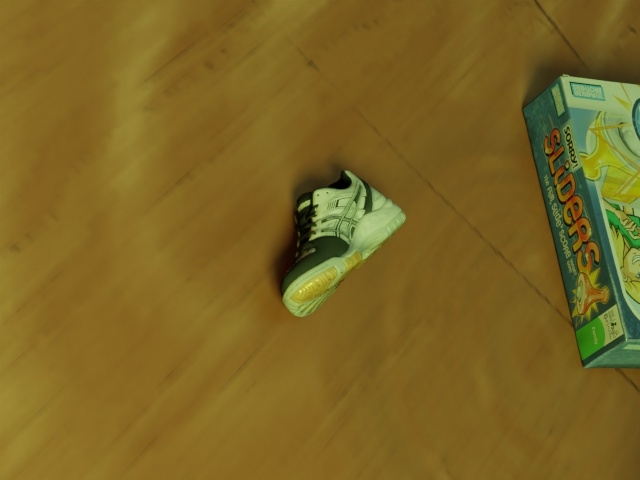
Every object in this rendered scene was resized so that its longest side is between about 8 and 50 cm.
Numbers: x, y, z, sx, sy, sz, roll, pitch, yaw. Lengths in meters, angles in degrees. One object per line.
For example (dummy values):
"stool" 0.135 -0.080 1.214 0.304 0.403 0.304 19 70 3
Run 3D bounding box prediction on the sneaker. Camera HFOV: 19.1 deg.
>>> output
"sneaker" 0.000 0.000 0.742 0.037 0.032 0.083 44 34 3

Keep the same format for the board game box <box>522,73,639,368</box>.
"board game box" 0.201 -0.004 0.912 0.201 0.035 0.136 3 63 -29
